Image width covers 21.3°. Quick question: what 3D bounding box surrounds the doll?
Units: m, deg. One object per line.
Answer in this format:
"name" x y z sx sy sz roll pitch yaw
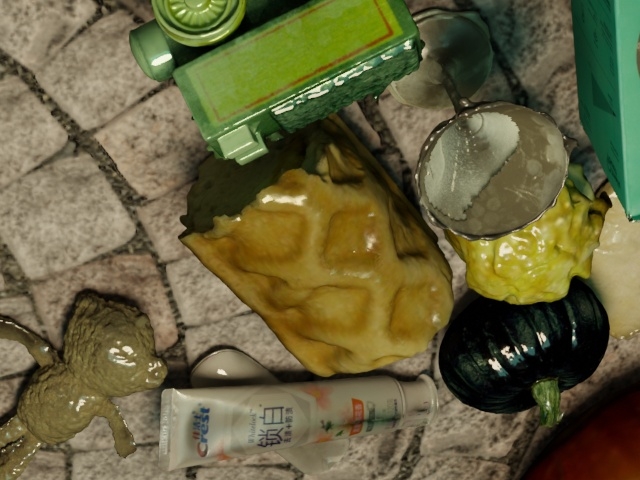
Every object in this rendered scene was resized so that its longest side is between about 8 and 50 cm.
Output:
"doll" -0.280 0.183 1.843 0.203 0.091 0.285 23 108 12

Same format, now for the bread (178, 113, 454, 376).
"bread" -0.004 0.001 1.705 0.196 0.238 0.252 -38 113 14

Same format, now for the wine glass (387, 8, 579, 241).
"wine glass" 0.140 -0.123 1.646 0.156 0.232 0.156 -5 125 -8

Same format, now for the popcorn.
"popcorn" 0.217 -0.031 1.766 0.213 0.198 0.198 -7 127 -34

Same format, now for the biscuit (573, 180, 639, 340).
"biscuit" 0.376 0.003 1.900 0.188 0.040 0.265 2 122 -11

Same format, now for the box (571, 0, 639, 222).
"box" 0.320 -0.204 1.649 0.118 0.205 0.311 -10 124 1

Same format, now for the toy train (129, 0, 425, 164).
"toy train" -0.034 -0.198 1.563 0.272 0.159 0.188 -26 84 2

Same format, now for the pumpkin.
"pumpkin" 0.224 0.113 1.869 0.194 0.150 0.194 -23 131 -29

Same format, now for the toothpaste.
"toothpaste" -0.025 0.193 1.885 0.323 0.066 0.100 -5 113 -23

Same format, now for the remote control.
"remote control" -0.056 0.199 1.928 0.073 0.044 0.229 -42 121 11

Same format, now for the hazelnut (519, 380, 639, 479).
"hazelnut" 0.399 0.359 1.959 0.402 0.402 0.429 20 122 -24
